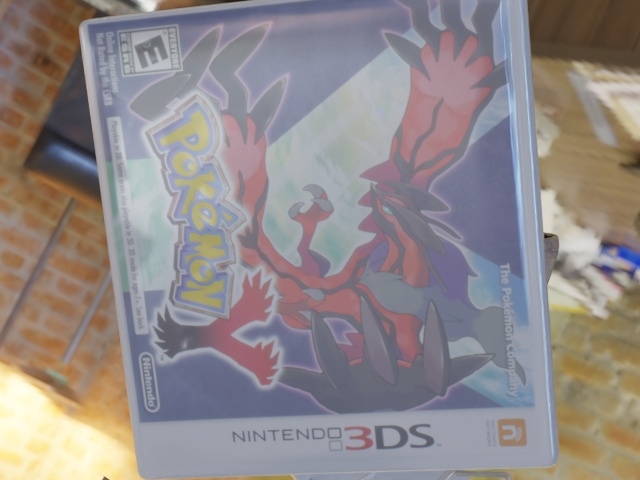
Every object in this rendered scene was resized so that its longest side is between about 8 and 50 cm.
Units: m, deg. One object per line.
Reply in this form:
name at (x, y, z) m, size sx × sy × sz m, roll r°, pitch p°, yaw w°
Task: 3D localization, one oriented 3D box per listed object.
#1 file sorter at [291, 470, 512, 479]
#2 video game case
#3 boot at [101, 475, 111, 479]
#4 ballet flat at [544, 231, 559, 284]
file sorter at (0.112, 0.297, 1.502) m, size 0.278 × 0.193 × 0.173 m, roll 55°, pitch 155°, yaw -7°
video game case at (0.000, 0.000, 0.503) m, size 0.183 × 0.201 × 0.023 m, roll -4°, pitch -171°, yaw 11°
boot at (-0.154, 0.232, 1.035) m, size 0.087 × 0.042 × 0.118 m, roll 36°, pitch 142°, yaw -7°
ballet flat at (0.105, -0.050, 1.231) m, size 0.316 × 0.106 × 0.107 m, roll 31°, pitch -164°, yaw -1°
